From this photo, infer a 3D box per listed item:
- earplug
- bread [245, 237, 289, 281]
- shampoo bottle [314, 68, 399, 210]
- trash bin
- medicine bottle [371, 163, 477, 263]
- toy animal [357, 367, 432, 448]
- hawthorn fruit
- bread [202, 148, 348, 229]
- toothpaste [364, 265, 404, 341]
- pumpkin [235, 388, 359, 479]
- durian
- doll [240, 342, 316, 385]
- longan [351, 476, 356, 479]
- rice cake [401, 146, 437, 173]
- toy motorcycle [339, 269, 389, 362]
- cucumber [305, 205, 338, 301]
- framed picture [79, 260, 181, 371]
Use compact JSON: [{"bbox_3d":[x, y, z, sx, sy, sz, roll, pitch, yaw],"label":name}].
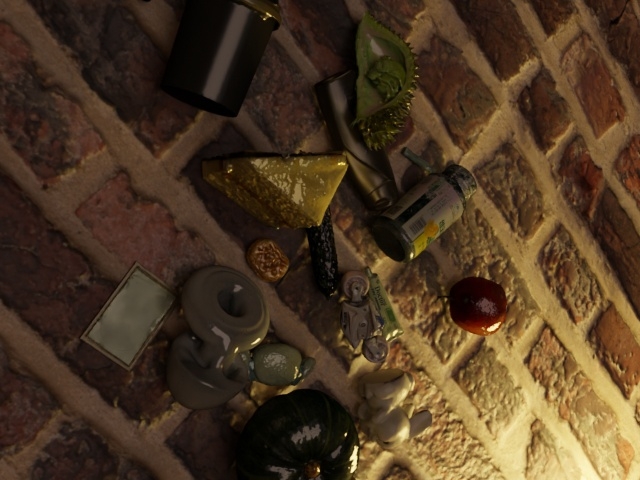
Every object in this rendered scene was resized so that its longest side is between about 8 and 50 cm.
[{"bbox_3d":[-0.234,0.212,1.704,0.214,0.175,0.325,23,72,-25],"label":"earplug"},{"bbox_3d":[-0.126,0.047,1.819,0.083,0.044,0.110,-46,112,-16],"label":"bread"},{"bbox_3d":[0.096,-0.241,1.911,0.125,0.084,0.350,-33,110,-32],"label":"shampoo bottle"},{"bbox_3d":[-0.203,-0.449,1.648,0.214,0.214,0.333,21,85,-30],"label":"trash bin"},{"bbox_3d":[0.274,-0.078,1.992,0.293,0.141,0.141,-40,112,-23],"label":"medicine bottle"},{"bbox_3d":[0.183,0.423,1.978,0.178,0.127,0.193,-25,103,-29],"label":"toy animal"},{"bbox_3d":[0.407,0.172,2.091,0.194,0.157,0.157,13,86,-13],"label":"hawthorn fruit"},{"bbox_3d":[-0.107,-0.163,1.694,0.236,0.263,0.198,31,75,-28],"label":"bread"},{"bbox_3d":[0.156,0.164,1.998,0.064,0.041,0.218,-27,109,-13],"label":"toothpaste"},{"bbox_3d":[-0.058,0.490,1.797,0.300,0.207,0.300,-10,111,-27],"label":"pumpkin"},{"bbox_3d":[0.145,-0.371,1.880,0.169,0.157,0.355,14,62,-16],"label":"durian"},{"bbox_3d":[-0.108,0.293,1.827,0.214,0.071,0.103,11,86,-27],"label":"doll"},{"bbox_3d":[0.043,0.628,1.918,0.119,0.106,0.106,-20,103,-46],"label":"longan"},{"bbox_3d":[0.262,-0.209,2.047,0.121,0.021,0.022,31,87,-29],"label":"rice cake"},{"bbox_3d":[0.100,0.197,1.941,0.112,0.112,0.254,-27,108,-27],"label":"toy motorcycle"},{"bbox_3d":[0.000,0.000,1.877,0.072,0.072,0.300,-14,100,-29],"label":"cucumber"},{"bbox_3d":[-0.407,0.165,1.678,0.136,0.010,0.201,41,72,-25],"label":"framed picture"}]
